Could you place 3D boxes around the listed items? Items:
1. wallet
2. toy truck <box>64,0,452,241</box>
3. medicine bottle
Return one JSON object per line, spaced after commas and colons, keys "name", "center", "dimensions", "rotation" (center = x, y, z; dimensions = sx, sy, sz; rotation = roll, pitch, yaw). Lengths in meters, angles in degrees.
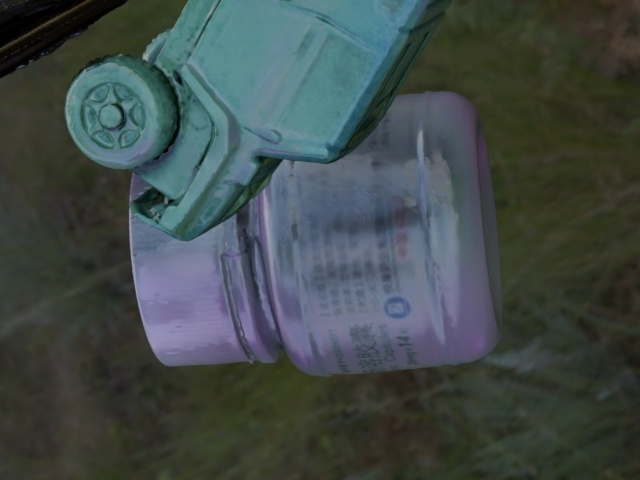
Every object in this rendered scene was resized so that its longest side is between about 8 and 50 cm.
{"name": "wallet", "center": [-0.294, -0.196, 1.635], "dimensions": [0.221, 0.262, 0.071], "rotation": [7, 120, 46]}
{"name": "toy truck", "center": [-0.024, -0.131, 1.122], "dimensions": [0.156, 0.155, 0.279], "rotation": [33, 110, 6]}
{"name": "medicine bottle", "center": [0.000, 0.000, 1.680], "dimensions": [0.241, 0.302, 0.241], "rotation": [-6, -90, -81]}
